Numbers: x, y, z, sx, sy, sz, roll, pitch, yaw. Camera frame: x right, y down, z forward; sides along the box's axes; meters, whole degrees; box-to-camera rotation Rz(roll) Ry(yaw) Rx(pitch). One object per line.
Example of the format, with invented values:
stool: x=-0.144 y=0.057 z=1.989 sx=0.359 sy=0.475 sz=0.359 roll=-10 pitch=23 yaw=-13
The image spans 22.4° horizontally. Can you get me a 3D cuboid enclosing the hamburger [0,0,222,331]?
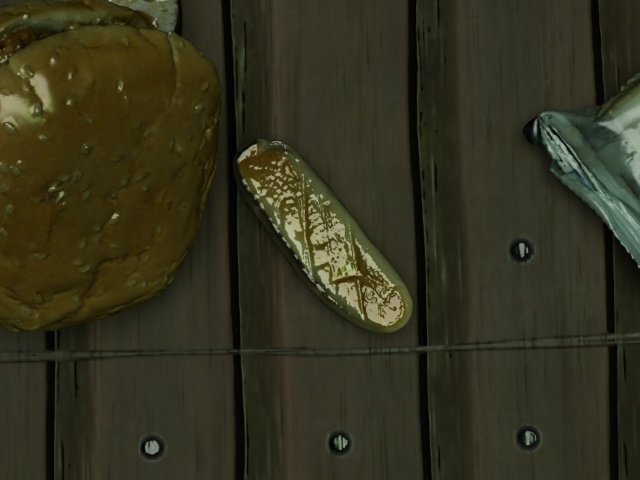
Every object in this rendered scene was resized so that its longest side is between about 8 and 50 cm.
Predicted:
hamburger: x=-0.207 y=-0.054 z=1.329 sx=0.259 sy=0.283 sz=0.144 roll=-19 pitch=49 yaw=-35

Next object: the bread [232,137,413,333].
bread: x=0.000 y=-0.001 z=1.424 sx=0.073 sy=0.053 sz=0.214 roll=-39 pitch=81 yaw=-6

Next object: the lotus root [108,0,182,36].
lotus root: x=-0.180 y=-0.202 z=1.437 sx=0.122 sy=0.081 sz=0.112 roll=-26 pitch=82 yaw=0

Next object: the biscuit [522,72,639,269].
biscuit: x=0.351 y=-0.120 z=1.411 sx=0.309 sy=0.079 sz=0.186 roll=-38 pitch=82 yaw=-2
